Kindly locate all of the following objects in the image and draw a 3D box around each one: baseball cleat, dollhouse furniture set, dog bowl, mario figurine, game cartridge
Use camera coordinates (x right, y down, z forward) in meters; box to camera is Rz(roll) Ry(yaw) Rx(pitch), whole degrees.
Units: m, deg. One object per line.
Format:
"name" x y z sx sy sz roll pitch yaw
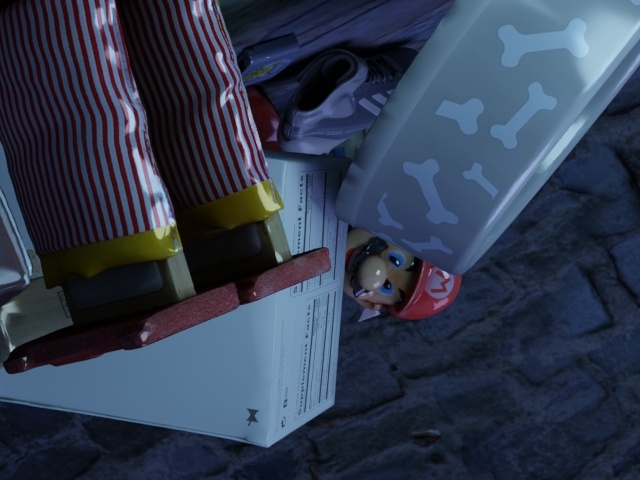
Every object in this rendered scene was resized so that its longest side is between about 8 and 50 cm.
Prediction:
"baseball cleat" 0.044 -0.154 1.171 0.206 0.072 0.109 -40 161 -33
"dollhouse furniture set" -0.191 -0.021 0.710 0.374 0.201 0.152 -17 -178 42
"dog bowl" 0.158 -0.121 0.871 0.349 0.102 0.349 -49 172 -10
"mario figurine" 0.000 0.000 1.305 0.198 0.320 0.170 102 9 -53
"game cartridge" -0.051 -0.152 1.029 0.056 0.017 0.083 -26 178 -24

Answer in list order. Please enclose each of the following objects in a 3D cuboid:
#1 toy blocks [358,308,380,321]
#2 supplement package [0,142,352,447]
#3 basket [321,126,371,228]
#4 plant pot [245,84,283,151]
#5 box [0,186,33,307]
"toy blocks" 0.118 -0.045 1.798 0.288 0.260 0.309 -22 177 -24
"supplement package" -0.126 0.025 0.918 0.262 0.204 0.145 6 -173 19
"basket" 0.143 -0.103 1.476 0.289 0.201 0.255 -15 -175 5
"plant pot" -0.151 0.017 1.157 0.265 0.272 0.272 -16 178 12
"box" -0.269 -0.008 0.509 0.203 0.167 0.168 -20 176 -39
